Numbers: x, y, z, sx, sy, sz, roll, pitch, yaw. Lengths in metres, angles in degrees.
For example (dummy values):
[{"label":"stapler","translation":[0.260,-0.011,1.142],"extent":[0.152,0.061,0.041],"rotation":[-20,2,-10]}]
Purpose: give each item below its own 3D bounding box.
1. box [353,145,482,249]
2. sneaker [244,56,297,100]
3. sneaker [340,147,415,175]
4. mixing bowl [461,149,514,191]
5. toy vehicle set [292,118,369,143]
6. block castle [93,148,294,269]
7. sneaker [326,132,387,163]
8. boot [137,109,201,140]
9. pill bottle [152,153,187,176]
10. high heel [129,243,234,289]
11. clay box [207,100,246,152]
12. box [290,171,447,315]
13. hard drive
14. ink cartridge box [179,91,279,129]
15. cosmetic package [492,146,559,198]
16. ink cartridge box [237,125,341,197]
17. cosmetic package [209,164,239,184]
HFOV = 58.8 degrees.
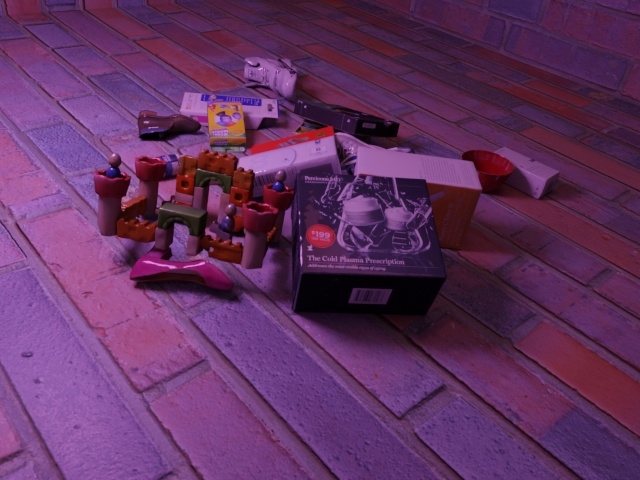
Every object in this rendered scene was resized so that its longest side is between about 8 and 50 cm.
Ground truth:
[{"label":"box","translation":[0.264,-0.125,1.667],"extent":[0.346,0.214,0.168],"rotation":[7,36,-1]},{"label":"sneaker","translation":[-0.217,-0.691,2.429],"extent":[0.211,0.137,0.365],"rotation":[-1,31,-11]},{"label":"sneaker","translation":[0.155,-0.236,1.821],"extent":[0.316,0.127,0.182],"rotation":[-16,24,15]},{"label":"mixing bowl","translation":[0.568,-0.231,1.977],"extent":[0.182,0.098,0.181],"rotation":[6,35,-4]},{"label":"toy vehicle set","translation":[0.044,-0.394,2.148],"extent":[0.267,0.035,0.166],"rotation":[15,36,10]},{"label":"block castle","translation":[-0.310,-0.108,1.464],"extent":[0.454,0.212,0.303],"rotation":[13,19,5]},{"label":"sneaker","translation":[0.113,-0.296,1.967],"extent":[0.282,0.105,0.115],"rotation":[12,35,4]},{"label":"boot","translation":[-0.538,-0.390,2.015],"extent":[0.220,0.082,0.106],"rotation":[6,57,-11]},{"label":"pill bottle","translation":[-0.477,-0.239,1.801],"extent":[0.120,0.067,0.067],"rotation":[-17,43,-31]},{"label":"high heel","translation":[-0.336,0.092,1.376],"extent":[0.244,0.082,0.117],"rotation":[25,56,9]},{"label":"clay box","translation":[-0.336,-0.408,2.030],"extent":[0.128,0.053,0.221],"rotation":[-3,54,-13]},{"label":"box","translation":[0.102,0.006,1.419],"extent":[0.344,0.178,0.312],"rotation":[2,52,-8]},{"label":"hard drive","translation":[0.093,-0.453,2.119],"extent":[0.237,0.064,0.339],"rotation":[-6,26,-44]},{"label":"ink cartridge box","translation":[-0.346,-0.500,2.191],"extent":[0.371,0.069,0.175],"rotation":[1,37,-7]},{"label":"cosmetic package","translation":[0.720,-0.247,2.044],"extent":[0.231,0.085,0.117],"rotation":[35,43,30]},{"label":"ink cartridge box","translation":[-0.100,-0.291,1.841],"extent":[0.309,0.091,0.384],"rotation":[-13,35,6]},{"label":"cosmetic package","translation":[-0.309,-0.210,1.818],"extent":[0.115,0.041,0.060],"rotation":[-2,38,-13]}]
